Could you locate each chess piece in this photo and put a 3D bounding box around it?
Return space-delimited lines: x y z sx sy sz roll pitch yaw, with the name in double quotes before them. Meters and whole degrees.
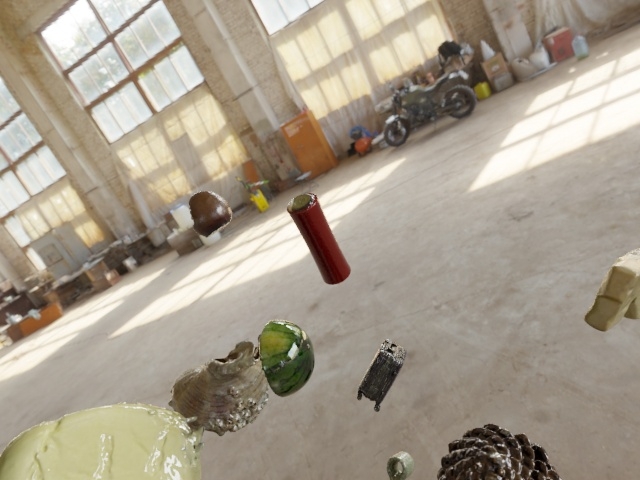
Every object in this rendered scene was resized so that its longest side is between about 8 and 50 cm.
"chess piece" 0.395 0.058 0.588 0.200 0.090 0.090 -5 -6 -43

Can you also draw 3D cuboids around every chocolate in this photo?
"chocolate" -0.341 -0.088 1.403 0.127 0.133 0.124 -36 8 2

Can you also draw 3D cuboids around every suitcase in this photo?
"suitcase" 0.127 0.270 0.946 0.126 0.059 0.086 -65 -11 18

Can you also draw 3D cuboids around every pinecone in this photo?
"pinecone" 0.380 0.526 0.959 0.246 0.292 0.247 -23 43 24

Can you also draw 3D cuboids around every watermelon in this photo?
"watermelon" -0.041 0.159 0.639 0.062 0.106 0.105 -14 19 18

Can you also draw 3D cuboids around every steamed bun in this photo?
"steamed bun" -0.300 0.357 0.642 0.272 0.232 0.166 0 -37 -33

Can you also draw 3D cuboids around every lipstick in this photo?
"lipstick" 0.000 0.000 1.105 0.080 0.241 0.080 -18 35 13

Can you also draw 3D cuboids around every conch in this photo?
"conch" -0.160 0.245 0.825 0.245 0.162 0.178 -53 12 34

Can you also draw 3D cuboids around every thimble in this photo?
"thimble" 0.286 0.819 1.672 0.062 0.110 0.084 -6 28 -44
